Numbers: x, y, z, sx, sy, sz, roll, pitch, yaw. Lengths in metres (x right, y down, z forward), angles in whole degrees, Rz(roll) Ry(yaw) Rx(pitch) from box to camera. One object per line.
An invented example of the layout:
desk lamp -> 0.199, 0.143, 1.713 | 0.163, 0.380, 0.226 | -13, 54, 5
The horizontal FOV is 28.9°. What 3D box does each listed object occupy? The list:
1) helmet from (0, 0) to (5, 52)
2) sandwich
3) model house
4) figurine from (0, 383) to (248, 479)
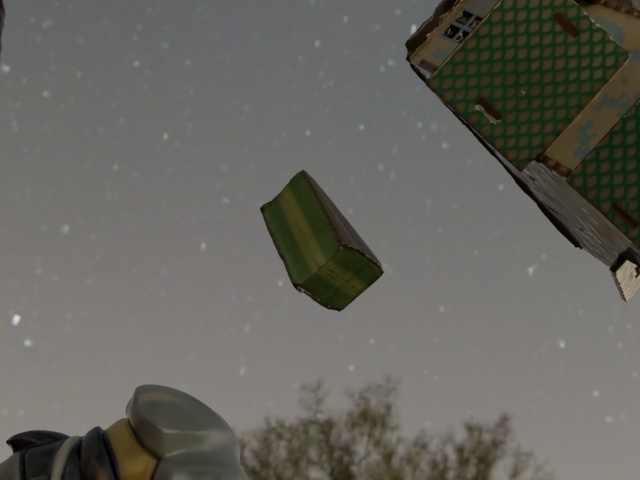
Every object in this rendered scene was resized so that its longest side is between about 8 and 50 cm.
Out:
helmet -> -0.263, -0.186, 0.427 | 0.230, 0.385, 0.337 | -13, -62, 0
sandwich -> 0.000, 0.000, 1.255 | 0.074, 0.116, 0.074 | -41, -41, 17
model house -> 0.211, -0.071, 0.789 | 0.271, 0.178, 0.206 | 46, 0, -32
figurine -> -0.170, 0.209, 0.950 | 0.236, 0.176, 0.133 | -14, -27, -10
